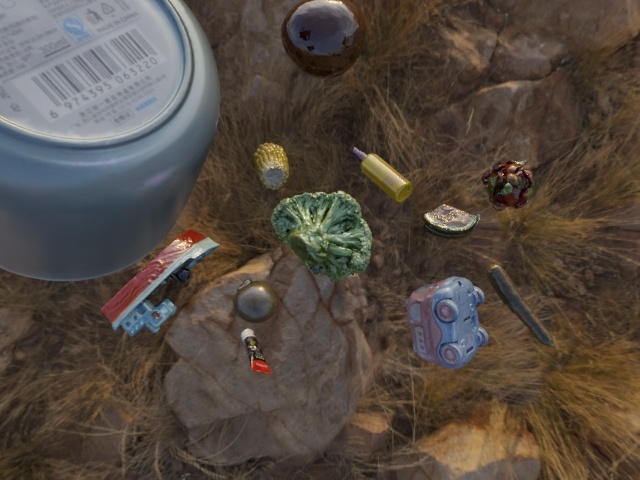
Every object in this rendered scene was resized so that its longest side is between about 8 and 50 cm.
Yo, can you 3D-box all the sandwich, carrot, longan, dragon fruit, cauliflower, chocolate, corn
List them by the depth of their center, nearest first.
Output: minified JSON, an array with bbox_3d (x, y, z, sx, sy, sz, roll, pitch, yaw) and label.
[{"bbox_3d":[0.242,-0.036,0.899,0.101,0.026,0.069,16,62,13],"label":"sandwich"},{"bbox_3d":[0.003,-0.414,0.983,0.177,0.177,0.176,-1,82,7],"label":"chocolate"},{"bbox_3d":[-0.158,0.142,1.161,0.106,0.106,0.119,-40,63,1],"label":"longan"},{"bbox_3d":[0.458,-0.141,1.199,0.138,0.175,0.142,29,112,29],"label":"dragon fruit"},{"bbox_3d":[-0.131,-0.203,1.293,0.097,0.320,0.097,-3,110,-8],"label":"corn"},{"bbox_3d":[0.000,0.000,1.337,0.275,0.250,0.272,-11,101,25],"label":"cauliflower"},{"bbox_3d":[0.658,0.223,1.594,0.070,0.070,0.342,-36,89,2],"label":"carrot"}]

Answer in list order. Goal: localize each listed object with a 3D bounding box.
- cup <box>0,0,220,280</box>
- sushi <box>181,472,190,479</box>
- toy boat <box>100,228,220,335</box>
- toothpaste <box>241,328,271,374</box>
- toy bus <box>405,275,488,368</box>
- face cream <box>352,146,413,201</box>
[{"bbox_3d":[-0.254,-0.158,0.470,0.259,0.274,0.356,-16,83,-30],"label":"cup"},{"bbox_3d":[-0.180,0.382,0.616,0.291,0.139,0.131,-29,64,14],"label":"sushi"},{"bbox_3d":[-0.387,0.110,1.228,0.133,0.145,0.332,44,65,-6],"label":"toy boat"},{"bbox_3d":[-0.211,0.361,1.554,0.071,0.193,0.045,26,104,-31],"label":"toothpaste"},{"bbox_3d":[0.389,0.262,1.570,0.232,0.197,0.294,-2,100,45],"label":"toy bus"},{"bbox_3d":[0.198,-0.238,1.652,0.078,0.078,0.273,-43,57,0],"label":"face cream"}]
